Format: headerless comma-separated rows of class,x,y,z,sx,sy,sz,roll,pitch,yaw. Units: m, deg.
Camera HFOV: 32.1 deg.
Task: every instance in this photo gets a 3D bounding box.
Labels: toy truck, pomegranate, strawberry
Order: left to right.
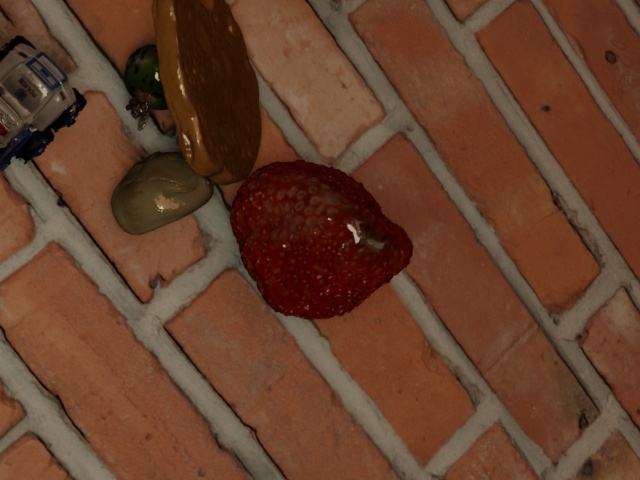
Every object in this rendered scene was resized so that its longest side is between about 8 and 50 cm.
toy truck,-0.495,-0.200,1.752,0.161,0.213,0.177,46,30,-10
pomegranate,-0.287,-0.264,1.908,0.122,0.122,0.161,32,65,-18
strawberry,0.000,0.000,1.882,0.312,0.351,0.267,37,77,-23

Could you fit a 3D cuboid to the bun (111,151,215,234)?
bun,-0.270,-0.089,1.870,0.113,0.166,0.173,65,34,-15

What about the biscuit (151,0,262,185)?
biscuit,-0.189,-0.271,1.893,0.312,0.057,0.351,-58,135,-62
